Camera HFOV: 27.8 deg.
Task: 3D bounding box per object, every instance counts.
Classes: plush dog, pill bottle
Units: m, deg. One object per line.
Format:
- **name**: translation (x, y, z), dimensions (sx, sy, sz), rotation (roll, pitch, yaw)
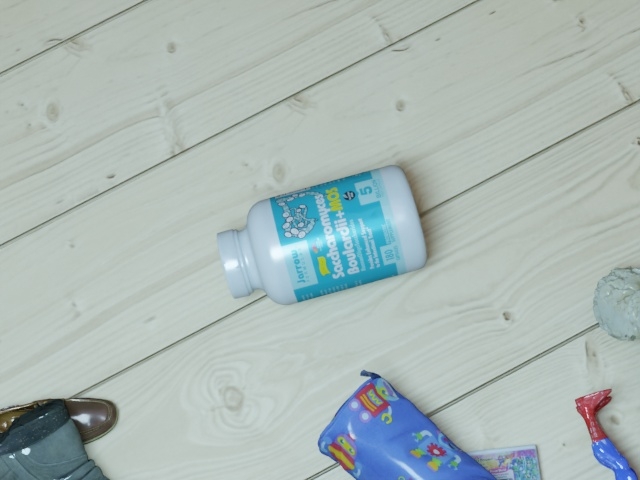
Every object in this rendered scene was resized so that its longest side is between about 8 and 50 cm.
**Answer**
- **plush dog**: translation (0.509, 0.106, 1.627), dimensions (0.225, 0.210, 0.262), rotation (-16, 69, -25)
- **pill bottle**: translation (0.000, 0.000, 1.719), dimensions (0.264, 0.146, 0.146), rotation (-16, 71, 1)

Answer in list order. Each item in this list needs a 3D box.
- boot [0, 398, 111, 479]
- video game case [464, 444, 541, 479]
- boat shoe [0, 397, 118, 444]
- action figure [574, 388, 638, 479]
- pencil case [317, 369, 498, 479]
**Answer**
- **boot**: translation (-0.399, 0.324, 1.669), dimensions (0.246, 0.083, 0.161), rotation (-25, 101, 4)
- **video game case**: translation (0.207, 0.341, 1.653), dimensions (0.157, 0.019, 0.143), rotation (-7, 71, 4)
- **boat shoe**: translation (-0.360, 0.242, 1.719), dimensions (0.178, 0.060, 0.064), rotation (-7, 71, 3)
- **action figure**: translation (0.425, 0.314, 1.600), dimensions (0.139, 0.091, 0.280), rotation (-18, 71, 9)
- **pencil case**: translation (0.142, 0.297, 1.604), dimensions (0.306, 0.119, 0.133), rotation (37, 34, 18)
